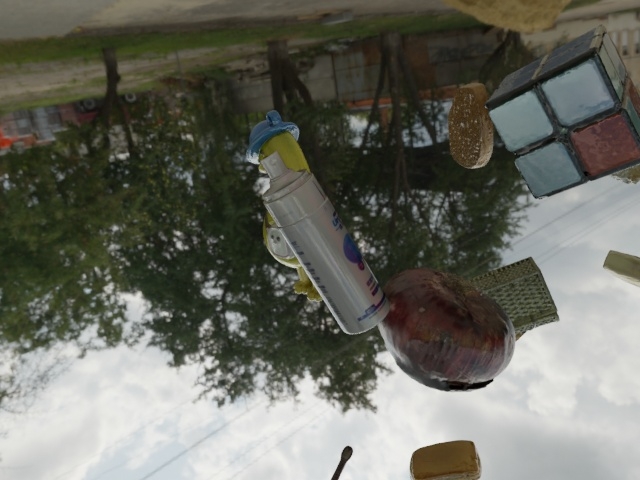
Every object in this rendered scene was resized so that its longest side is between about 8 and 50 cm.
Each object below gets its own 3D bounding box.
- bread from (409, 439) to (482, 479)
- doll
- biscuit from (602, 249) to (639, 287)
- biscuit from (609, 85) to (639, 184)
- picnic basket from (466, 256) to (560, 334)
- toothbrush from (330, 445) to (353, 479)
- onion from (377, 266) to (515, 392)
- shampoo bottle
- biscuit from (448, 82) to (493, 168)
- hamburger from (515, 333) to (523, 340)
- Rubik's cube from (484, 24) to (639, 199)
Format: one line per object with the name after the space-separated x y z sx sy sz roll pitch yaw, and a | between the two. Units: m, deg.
0.334 0.605 1.447 0.201 0.077 0.116 -17 -150 20 | bread
-0.045 -0.063 0.996 0.145 0.362 0.199 -24 -158 -28 | doll
0.581 0.066 0.911 0.056 0.052 0.188 19 -173 -35 | biscuit
0.619 -0.238 1.147 0.188 0.265 0.040 -22 -174 9 | biscuit
0.457 0.155 1.296 0.197 0.154 0.134 -23 -173 15 | picnic basket
-0.016 0.611 1.143 0.041 0.040 0.363 4 -128 39 | toothbrush
0.215 0.155 0.931 0.247 0.190 0.246 17 -153 -9 | onion
0.000 0.000 0.813 0.092 0.303 0.092 -28 -163 9 | shampoo bottle
0.285 -0.211 1.007 0.029 0.141 0.220 -17 154 -4 | biscuit
0.585 0.235 1.655 0.175 0.175 0.137 -25 -115 -43 | hamburger
0.381 -0.194 0.814 0.167 0.180 0.183 -23 -166 40 | Rubik's cube
